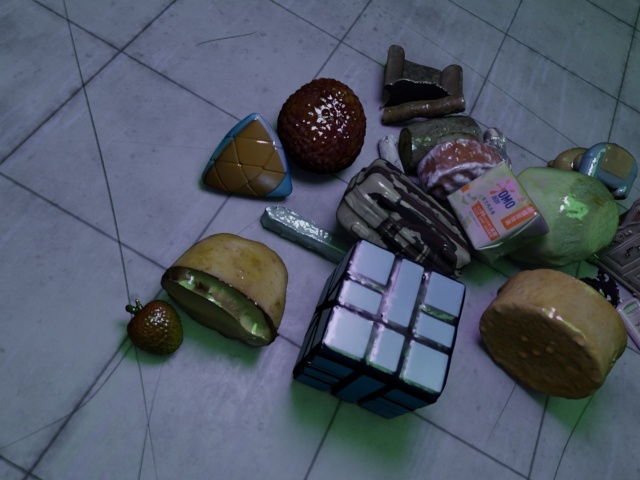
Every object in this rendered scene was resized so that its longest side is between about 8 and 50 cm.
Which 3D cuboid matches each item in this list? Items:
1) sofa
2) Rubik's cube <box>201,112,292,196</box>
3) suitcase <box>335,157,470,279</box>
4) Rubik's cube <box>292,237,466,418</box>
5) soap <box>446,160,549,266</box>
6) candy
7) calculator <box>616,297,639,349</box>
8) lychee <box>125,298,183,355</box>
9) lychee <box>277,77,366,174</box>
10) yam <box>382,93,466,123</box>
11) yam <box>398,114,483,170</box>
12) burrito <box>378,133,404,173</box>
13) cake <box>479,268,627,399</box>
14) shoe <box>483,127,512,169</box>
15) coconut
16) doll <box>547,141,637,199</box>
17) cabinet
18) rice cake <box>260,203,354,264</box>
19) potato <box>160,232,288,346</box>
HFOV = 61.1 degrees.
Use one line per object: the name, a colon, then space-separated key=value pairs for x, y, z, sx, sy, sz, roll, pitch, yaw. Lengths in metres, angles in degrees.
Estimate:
sofa: x=0.323 y=-0.504 z=1.709 sx=0.258 sy=0.182 sz=0.200 roll=15 pitch=60 yaw=-9
Rubik's cube: x=-0.179 y=-0.267 z=1.416 sx=0.254 sy=0.254 sz=0.255 roll=7 pitch=62 yaw=-14
suitcase: x=0.212 y=-0.044 z=1.409 sx=0.351 sy=0.194 sz=0.339 roll=40 pitch=22 yaw=-7
Rubik's cube: x=0.128 y=0.209 z=1.232 sx=0.283 sy=0.288 sz=0.294 roll=22 pitch=63 yaw=-6
soap: x=0.461 y=-0.070 z=1.417 sx=0.138 sy=0.182 sz=0.200 roll=35 pitch=28 yaw=-49
candy: x=0.404 y=-0.186 z=1.544 sx=0.289 sy=0.214 sz=0.157 roll=11 pitch=56 yaw=-40
calculator: x=0.944 y=0.247 z=1.606 sx=0.100 sy=0.032 sz=0.175 roll=-21 pitch=72 yaw=-25
lychee: x=-0.365 y=0.187 z=1.190 sx=0.146 sy=0.114 sz=0.114 roll=49 pitch=60 yaw=-6
lychee: x=0.006 y=-0.310 z=1.484 sx=0.260 sy=0.261 sz=0.261 roll=7 pitch=62 yaw=-14
yam: x=0.310 y=-0.397 z=1.641 sx=0.252 sy=0.061 sz=0.061 roll=-5 pitch=58 yaw=24
yam: x=0.352 y=-0.296 z=1.638 sx=0.254 sy=0.154 sz=0.154 roll=-13 pitch=68 yaw=-17
burrito: x=0.212 y=-0.227 z=1.606 sx=0.064 sy=0.064 sz=0.203 roll=1 pitch=65 yaw=-17
cake: x=0.614 y=0.186 z=1.373 sx=0.332 sy=0.332 sz=0.321 roll=44 pitch=59 yaw=7
shoe: x=0.534 y=-0.271 z=1.715 sx=0.092 sy=0.089 sz=0.180 roll=-4 pitch=73 yaw=-16
coconut: x=0.655 y=-0.072 z=1.549 sx=0.329 sy=0.328 sz=0.281 roll=-57 pitch=131 yaw=-31
doll: x=0.836 y=-0.216 z=1.688 sx=0.176 sy=0.260 sz=0.162 roll=20 pitch=90 yaw=-5
cabinet: x=0.997 y=0.004 z=1.599 sx=0.318 sy=0.290 sz=0.227 roll=39 pitch=60 yaw=6
rice cake: x=0.000 y=0.000 z=1.421 sx=0.336 sy=0.066 sz=0.063 roll=28 pitch=55 yaw=-2
potato: x=-0.192 y=0.092 z=1.242 sx=0.285 sy=0.243 sz=0.243 roll=23 pitch=59 yaw=3
